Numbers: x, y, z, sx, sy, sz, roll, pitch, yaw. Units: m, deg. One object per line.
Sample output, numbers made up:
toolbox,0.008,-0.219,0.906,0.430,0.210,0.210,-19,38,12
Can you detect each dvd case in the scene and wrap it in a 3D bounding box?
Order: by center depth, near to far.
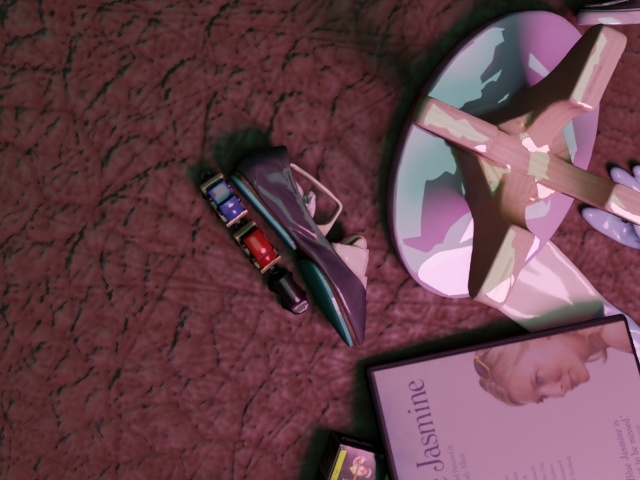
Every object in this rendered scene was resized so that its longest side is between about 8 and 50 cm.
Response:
dvd case,0.181,0.177,1.511,0.253,0.022,0.180,-12,72,-4

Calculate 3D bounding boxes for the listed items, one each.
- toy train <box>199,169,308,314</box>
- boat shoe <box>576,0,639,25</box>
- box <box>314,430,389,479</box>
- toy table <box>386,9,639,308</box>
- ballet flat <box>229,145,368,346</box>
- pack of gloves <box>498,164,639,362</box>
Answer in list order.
toy train,-0.059,0.003,1.473,0.027,0.036,0.158,-36,106,-4
boat shoe,0.298,-0.220,1.509,0.142,0.049,0.040,-9,97,-18
box,0.067,0.294,1.557,0.184,0.045,0.190,16,98,-13
toy table,0.175,-0.068,1.450,0.252,0.161,0.274,11,97,-15
ballet flat,0.000,0.000,1.471,0.074,0.074,0.203,-35,104,-4
pack of gloves,0.309,0.056,1.565,0.232,0.046,0.195,39,89,-17
